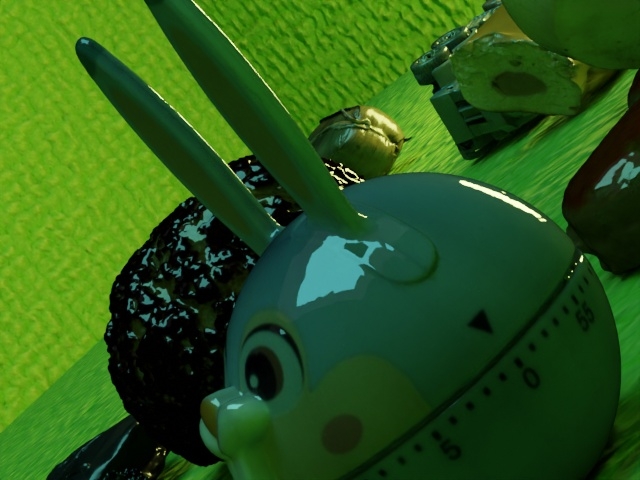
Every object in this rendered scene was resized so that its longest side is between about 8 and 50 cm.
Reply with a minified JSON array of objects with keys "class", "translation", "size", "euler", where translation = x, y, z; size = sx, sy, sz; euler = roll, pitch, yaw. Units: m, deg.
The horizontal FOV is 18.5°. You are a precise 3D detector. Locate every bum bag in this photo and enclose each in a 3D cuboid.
[{"class":"bum bag","translation":[-0.178,0.193,1.620],"size":[0.123,0.060,0.248],"euler":[-41,3,-19]}]

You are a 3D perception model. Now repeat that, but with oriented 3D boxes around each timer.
[{"class":"timer","translation":[-0.002,0.029,0.772],"size":[0.175,0.255,0.175],"euler":[-56,15,24]}]

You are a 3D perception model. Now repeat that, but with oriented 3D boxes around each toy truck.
[{"class":"toy truck","translation":[0.195,-0.177,1.884],"size":[0.140,0.108,0.257],"euler":[-18,21,42]}]

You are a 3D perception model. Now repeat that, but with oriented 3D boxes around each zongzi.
[{"class":"zongzi","translation":[0.009,-0.072,2.390],"size":[0.197,0.099,0.194],"euler":[-52,8,-13]}]

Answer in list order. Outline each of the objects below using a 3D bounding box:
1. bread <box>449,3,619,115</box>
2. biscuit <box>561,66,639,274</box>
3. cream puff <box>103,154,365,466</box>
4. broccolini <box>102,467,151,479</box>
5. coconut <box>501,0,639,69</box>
[{"class":"bread","translation":[0.203,-0.180,1.703],"size":[0.134,0.085,0.173],"euler":[4,36,35]},{"class":"biscuit","translation":[0.307,-0.161,1.054],"size":[0.394,0.076,0.368],"euler":[-38,6,30]},{"class":"cream puff","translation":[-0.049,0.041,1.388],"size":[0.239,0.165,0.239],"euler":[-40,8,7]},{"class":"broccolini","translation":[-0.165,0.236,1.335],"size":[0.201,0.058,0.074],"euler":[-55,-15,19]},{"class":"coconut","translation":[0.225,-0.250,1.456],"size":[0.241,0.241,0.241],"euler":[-40,5,4]}]
